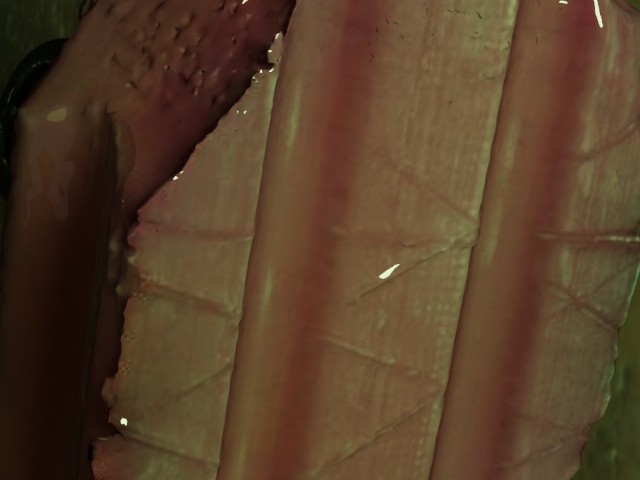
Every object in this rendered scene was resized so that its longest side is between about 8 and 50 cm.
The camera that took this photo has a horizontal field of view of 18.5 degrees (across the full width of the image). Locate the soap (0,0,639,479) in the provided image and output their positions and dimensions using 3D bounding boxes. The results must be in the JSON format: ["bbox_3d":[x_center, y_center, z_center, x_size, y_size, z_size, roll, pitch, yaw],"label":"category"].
[{"bbox_3d":[0.000,0.000,0.608,0.112,0.182,0.289,36,123,51],"label":"soap"}]

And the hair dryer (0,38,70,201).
[{"bbox_3d":[-0.011,-0.104,0.689,0.070,0.128,0.255,48,116,45],"label":"hair dryer"}]
